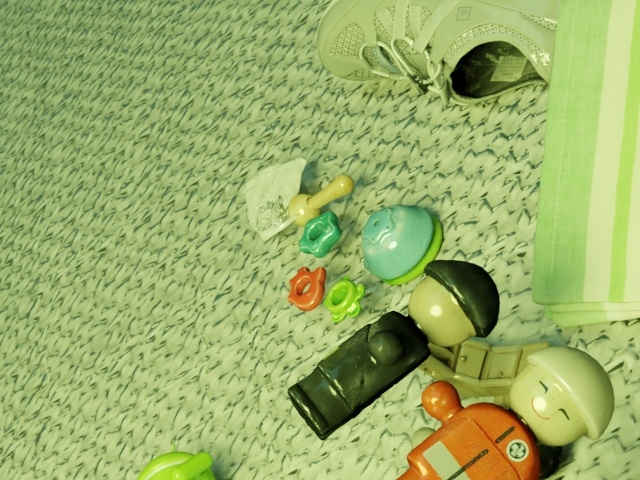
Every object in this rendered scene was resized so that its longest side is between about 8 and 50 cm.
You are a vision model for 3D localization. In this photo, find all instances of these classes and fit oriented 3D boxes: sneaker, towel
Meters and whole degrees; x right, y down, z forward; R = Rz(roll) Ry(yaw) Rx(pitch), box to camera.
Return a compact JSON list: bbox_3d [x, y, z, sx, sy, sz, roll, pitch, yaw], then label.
[{"bbox_3d":[0.098,-0.165,1.287,0.281,0.105,0.115,-5,56,43],"label":"sneaker"},{"bbox_3d":[0.283,-0.065,1.016,0.325,0.038,0.248,-3,76,46],"label":"towel"}]

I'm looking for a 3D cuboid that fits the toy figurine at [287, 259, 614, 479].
[{"bbox_3d":[0.105,0.136,0.947,0.148,0.209,0.213,-37,30,-8],"label":"toy figurine"}]

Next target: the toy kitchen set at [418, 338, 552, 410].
[{"bbox_3d":[0.108,0.096,1.083,0.083,0.075,0.068,-9,54,47],"label":"toy kitchen set"}]

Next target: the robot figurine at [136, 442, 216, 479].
[{"bbox_3d":[-0.108,0.214,1.216,0.115,0.067,0.101,-117,41,-50],"label":"robot figurine"}]

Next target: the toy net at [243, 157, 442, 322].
[{"bbox_3d":[0.000,0.000,1.307,0.232,0.045,0.122,25,81,54],"label":"toy net"}]
